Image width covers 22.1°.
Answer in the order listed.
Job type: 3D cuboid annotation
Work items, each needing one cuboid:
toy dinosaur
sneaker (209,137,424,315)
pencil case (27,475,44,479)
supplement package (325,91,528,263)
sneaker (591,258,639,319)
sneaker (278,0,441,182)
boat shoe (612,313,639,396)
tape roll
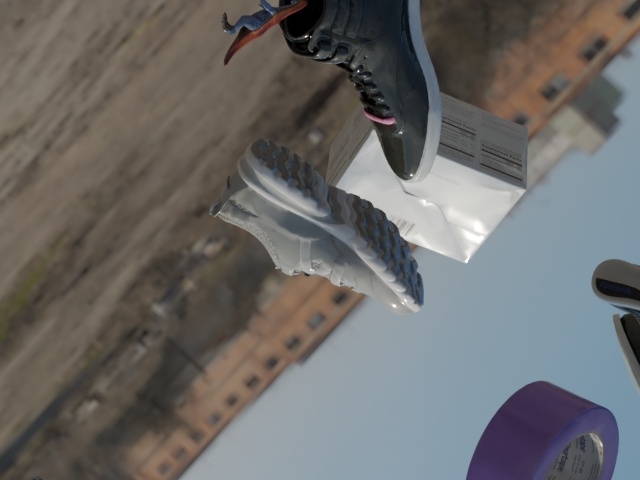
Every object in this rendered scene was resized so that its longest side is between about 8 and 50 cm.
[{"bbox_3d":[-0.053,-0.211,1.576,0.047,0.082,0.090,-1,90,-89],"label":"toy dinosaur"},{"bbox_3d":[0.000,0.000,1.875,0.115,0.281,0.105,-43,-162,27],"label":"sneaker"},{"bbox_3d":[-0.263,0.390,1.990,0.124,0.284,0.124,-22,123,-40],"label":"pencil case"},{"bbox_3d":[0.164,-0.115,2.579,0.204,0.262,0.145,125,-19,-45],"label":"supplement package"},{"bbox_3d":[0.466,0.085,2.112,0.121,0.217,0.079,21,95,-51],"label":"sneaker"},{"bbox_3d":[0.034,-0.183,1.684,0.147,0.296,0.104,-23,-154,-29],"label":"sneaker"},{"bbox_3d":[0.473,0.201,2.188,0.091,0.114,0.302,-24,-135,7],"label":"boat shoe"},{"bbox_3d":[0.249,0.258,1.834,0.189,0.080,0.189,-26,128,-40],"label":"tape roll"}]
